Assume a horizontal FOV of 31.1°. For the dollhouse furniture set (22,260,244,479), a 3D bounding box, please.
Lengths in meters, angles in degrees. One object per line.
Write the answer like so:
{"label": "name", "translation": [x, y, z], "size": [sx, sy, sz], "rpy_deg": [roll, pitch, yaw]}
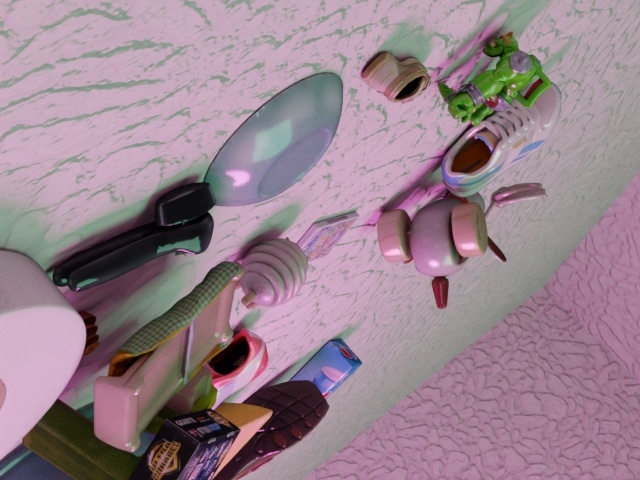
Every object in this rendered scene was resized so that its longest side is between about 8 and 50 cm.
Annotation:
{"label": "dollhouse furniture set", "translation": [-0.212, 0.130, 1.265], "size": [0.197, 0.151, 0.301], "rpy_deg": [-50, 166, -34]}

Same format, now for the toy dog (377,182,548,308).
{"label": "toy dog", "translation": [0.216, 0.009, 1.856], "size": [0.220, 0.161, 0.333], "rpy_deg": [0, -170, 40]}

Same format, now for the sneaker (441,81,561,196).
{"label": "sneaker", "translation": [0.281, -0.159, 1.759], "size": [0.228, 0.087, 0.092], "rpy_deg": [-44, 164, 0]}

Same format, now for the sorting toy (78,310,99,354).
{"label": "sorting toy", "translation": [-0.271, 0.118, 1.204], "size": [0.102, 0.042, 0.061], "rpy_deg": [-41, 165, -4]}

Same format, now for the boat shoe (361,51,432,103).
{"label": "boat shoe", "translation": [0.095, -0.176, 1.301], "size": [0.056, 0.048, 0.153], "rpy_deg": [-46, 165, 14]}

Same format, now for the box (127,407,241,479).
{"label": "box", "translation": [-0.185, 0.299, 1.301], "size": [0.220, 0.051, 0.175], "rpy_deg": [-58, 168, 2]}

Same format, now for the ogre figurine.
{"label": "ogre figurine", "translation": [0.228, -0.201, 1.489], "size": [0.118, 0.097, 0.197], "rpy_deg": [-35, 157, 18]}

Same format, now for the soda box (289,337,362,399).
{"label": "soda box", "translation": [-0.017, 0.292, 2.300], "size": [0.210, 0.071, 0.067], "rpy_deg": [-47, 165, 17]}

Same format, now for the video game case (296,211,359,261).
{"label": "video game case", "translation": [0.000, 0.000, 1.631], "size": [0.087, 0.011, 0.122], "rpy_deg": [-50, 163, 28]}

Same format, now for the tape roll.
{"label": "tape roll", "translation": [-0.379, 0.164, 1.000], "size": [0.392, 0.072, 0.392], "rpy_deg": [-40, 166, -12]}

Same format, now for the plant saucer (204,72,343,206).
{"label": "plant saucer", "translation": [-0.038, -0.093, 1.217], "size": [0.195, 0.037, 0.195], "rpy_deg": [-38, 165, -12]}

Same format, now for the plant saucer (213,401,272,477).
{"label": "plant saucer", "translation": [-0.275, 0.396, 1.912], "size": [0.333, 0.081, 0.333], "rpy_deg": [-48, 164, 24]}

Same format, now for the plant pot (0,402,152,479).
{"label": "plant pot", "translation": [-0.283, 0.442, 1.527], "size": [0.341, 0.334, 0.341], "rpy_deg": [-40, 166, -12]}

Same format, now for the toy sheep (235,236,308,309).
{"label": "toy sheep", "translation": [-0.063, 0.044, 1.452], "size": [0.132, 0.091, 0.091], "rpy_deg": [-54, 177, -44]}

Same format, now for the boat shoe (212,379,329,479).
{"label": "boat shoe", "translation": [-0.136, 0.376, 2.174], "size": [0.324, 0.122, 0.120], "rpy_deg": [-31, 169, -10]}

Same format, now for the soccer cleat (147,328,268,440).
{"label": "soccer cleat", "translation": [-0.181, 0.225, 1.697], "size": [0.248, 0.083, 0.095], "rpy_deg": [-40, 150, -10]}

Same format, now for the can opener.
{"label": "can opener", "translation": [-0.179, 0.003, 1.121], "size": [0.186, 0.073, 0.059], "rpy_deg": [-29, -161, -33]}
